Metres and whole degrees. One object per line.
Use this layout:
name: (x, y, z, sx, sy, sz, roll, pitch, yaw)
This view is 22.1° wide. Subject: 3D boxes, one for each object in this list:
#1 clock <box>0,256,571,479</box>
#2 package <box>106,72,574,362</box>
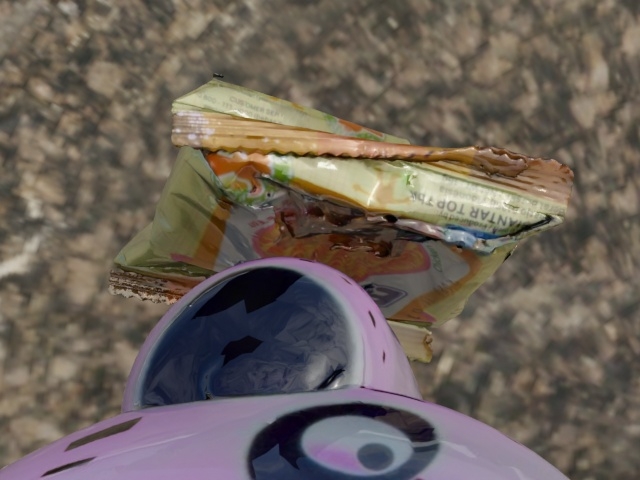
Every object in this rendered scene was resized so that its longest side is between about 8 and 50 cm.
clock: (-0.029, 0.137, 0.313, 0.248, 0.090, 0.227, -45, 61, -11)
package: (0.001, -0.001, 0.468, 0.108, 0.120, 0.031, 14, 63, -10)
